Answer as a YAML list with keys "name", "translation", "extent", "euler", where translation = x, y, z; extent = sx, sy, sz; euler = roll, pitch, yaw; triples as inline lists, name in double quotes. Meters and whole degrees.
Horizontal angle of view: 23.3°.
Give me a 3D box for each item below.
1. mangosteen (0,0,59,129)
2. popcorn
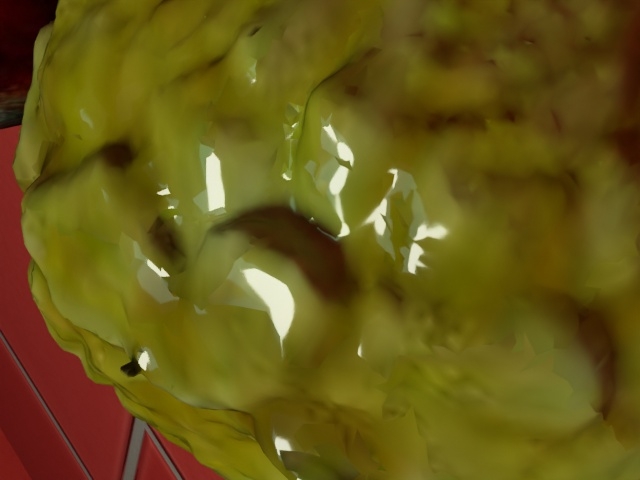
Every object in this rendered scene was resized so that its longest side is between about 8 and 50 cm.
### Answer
- name: "mangosteen"
  translation: [-0.126, -0.191, 0.676]
  extent: [0.306, 0.359, 0.306]
  euler: [-172, 90, -70]
- name: "popcorn"
  translation: [0.039, -0.017, 0.511]
  extent: [0.282, 0.247, 0.282]
  euler: [43, 163, 17]
